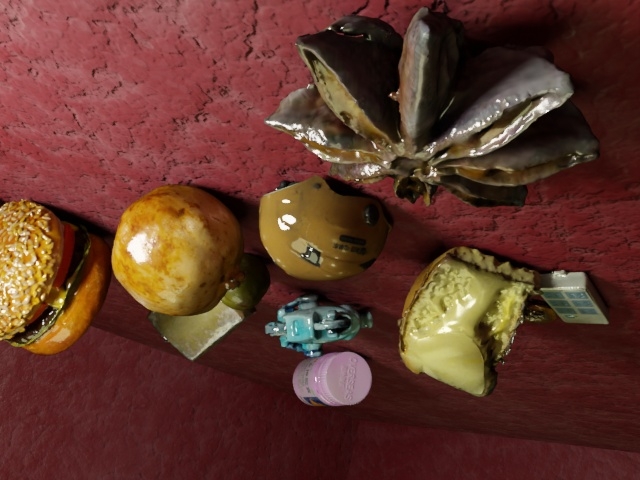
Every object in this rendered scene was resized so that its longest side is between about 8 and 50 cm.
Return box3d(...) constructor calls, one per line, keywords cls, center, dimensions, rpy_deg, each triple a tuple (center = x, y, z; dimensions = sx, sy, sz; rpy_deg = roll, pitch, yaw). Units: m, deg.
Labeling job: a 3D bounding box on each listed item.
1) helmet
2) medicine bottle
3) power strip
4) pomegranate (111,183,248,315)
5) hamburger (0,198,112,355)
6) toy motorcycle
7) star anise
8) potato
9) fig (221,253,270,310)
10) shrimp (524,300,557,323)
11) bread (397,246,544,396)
box3d(cls="helmet", center=(0.000, 0.000, 0.938), dimensions=(0.224, 0.130, 0.198), rpy_deg=(27, 159, -31))
box3d(cls="medicine bottle", center=(0.035, 0.472, 2.013), dimensions=(0.178, 0.178, 0.290), rpy_deg=(22, 159, -18))
box3d(cls="power strip", center=(0.437, 0.102, 1.022), dimensions=(0.081, 0.035, 0.192), rpy_deg=(-5, 151, 36))
box3d(cls="pomegranate", center=(-0.237, 0.022, 1.024), dimensions=(0.248, 0.248, 0.248), rpy_deg=(13, 159, 5))
box3d(cls="hamburger", center=(-0.646, 0.082, 1.326), dimensions=(0.330, 0.330, 0.250), rpy_deg=(-4, 150, 41))
box3d(cls="toy motorcycle", center=(0.001, 0.204, 1.442), dimensions=(0.260, 0.154, 0.206), rpy_deg=(-11, 170, 42))
box3d(cls="star anise", center=(0.106, -0.120, 0.591), dimensions=(0.331, 0.118, 0.332), rpy_deg=(13, 168, 3))
box3d(cls="potato", center=(-0.308, 0.183, 1.656), dimensions=(0.264, 0.211, 0.189), rpy_deg=(-40, 86, 26))
box3d(cls="fig", center=(-0.218, 0.054, 1.264), dimensions=(0.236, 0.124, 0.124), rpy_deg=(36, 155, -10))
box3d(cls="shrimp", center=(0.393, 0.139, 1.156), dimensions=(0.127, 0.025, 0.091), rpy_deg=(-2, 153, 28))
box3d(cls="bread", center=(0.242, 0.122, 1.037), dimensions=(0.204, 0.162, 0.262), rpy_deg=(18, 117, -3))
